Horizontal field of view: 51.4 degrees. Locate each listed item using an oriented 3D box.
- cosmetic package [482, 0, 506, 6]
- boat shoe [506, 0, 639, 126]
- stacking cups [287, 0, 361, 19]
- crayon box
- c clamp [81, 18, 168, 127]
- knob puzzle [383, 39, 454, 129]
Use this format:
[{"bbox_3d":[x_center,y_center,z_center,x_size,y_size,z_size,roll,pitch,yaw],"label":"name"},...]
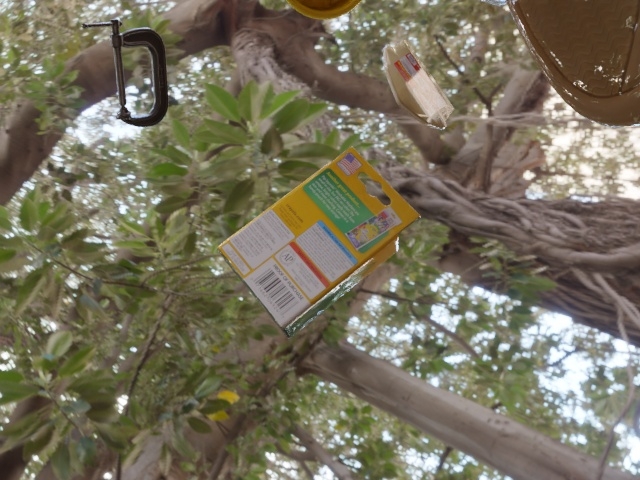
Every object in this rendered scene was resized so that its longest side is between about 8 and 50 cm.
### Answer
[{"bbox_3d":[0.482,-0.704,1.401,0.097,0.377,0.285,2,-93,-28],"label":"cosmetic package"},{"bbox_3d":[0.162,-0.212,0.334,0.123,0.123,0.342,7,-113,-28],"label":"boat shoe"},{"bbox_3d":[-0.025,-0.318,0.756,0.095,0.316,0.096,-5,-65,-10],"label":"stacking cups"},{"bbox_3d":[0.000,0.000,1.242,0.323,0.203,0.083,-38,-21,-9],"label":"crayon box"},{"bbox_3d":[-0.267,-0.232,0.931,0.137,0.022,0.161,-37,-48,-48],"label":"c clamp"},{"bbox_3d":[0.174,-0.287,1.274,0.213,0.030,0.213,30,-136,-34],"label":"knob puzzle"}]
